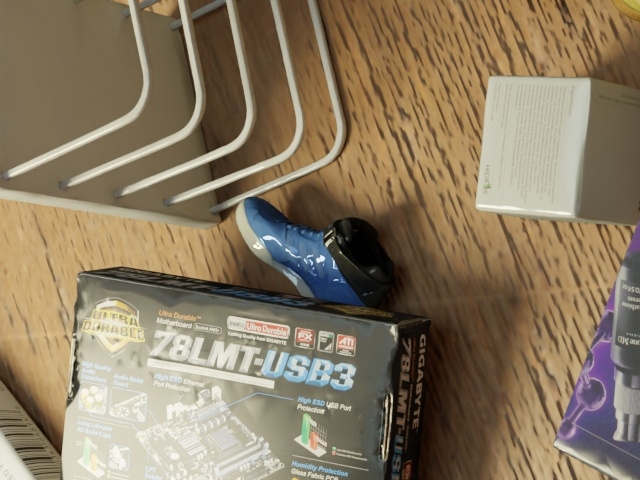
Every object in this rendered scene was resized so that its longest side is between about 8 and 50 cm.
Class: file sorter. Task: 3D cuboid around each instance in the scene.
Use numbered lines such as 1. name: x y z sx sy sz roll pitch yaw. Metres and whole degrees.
1. file sorter: -0.129 -0.137 1.535 0.173 0.278 0.193 -21 74 30

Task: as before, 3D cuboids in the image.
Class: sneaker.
1. sneaker: 0.001 0.000 1.553 0.152 0.058 0.084 50 121 25

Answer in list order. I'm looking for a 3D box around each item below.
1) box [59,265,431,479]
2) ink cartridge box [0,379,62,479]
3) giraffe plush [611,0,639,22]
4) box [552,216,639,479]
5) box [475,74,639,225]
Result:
1. box: -0.069 0.184 1.535 0.295 0.073 0.293 8 95 26
2. ink cartridge box: -0.401 0.250 1.840 0.324 0.071 0.330 45 111 31
3. giraffe plush: 0.213 -0.218 1.360 0.170 0.210 0.181 30 102 6
4. box: 0.275 0.079 1.306 0.153 0.108 0.207 25 101 36
5. box: 0.177 -0.064 1.397 0.087 0.101 0.102 7 90 37
